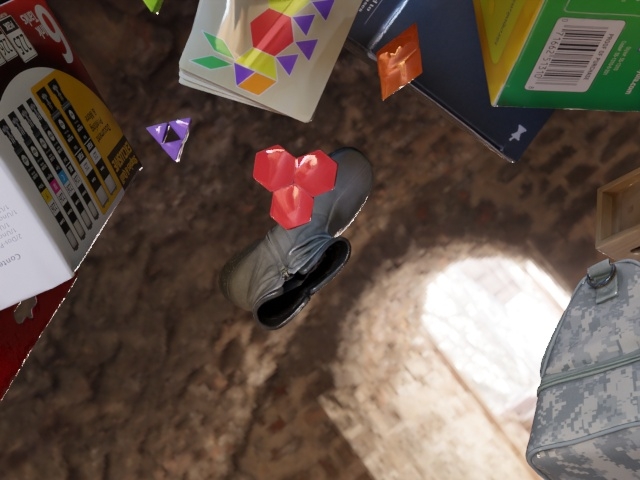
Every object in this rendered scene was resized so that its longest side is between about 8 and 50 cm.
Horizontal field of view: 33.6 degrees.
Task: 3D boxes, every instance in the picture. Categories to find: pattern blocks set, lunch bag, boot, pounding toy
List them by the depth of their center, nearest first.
[{"bbox_3d":[-0.042,-0.206,0.978,0.325,0.285,0.026,-58,-1,8],"label":"pattern blocks set"},{"bbox_3d":[0.000,0.000,1.191,0.246,0.083,0.161,-48,22,-11],"label":"boot"},{"bbox_3d":[0.398,0.193,1.198,0.212,0.305,0.256,-27,33,45],"label":"lunch bag"},{"bbox_3d":[0.494,-0.029,1.566,0.141,0.100,0.130,-31,40,50],"label":"pounding toy"}]

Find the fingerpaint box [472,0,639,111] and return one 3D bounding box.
[{"bbox_3d":[0.247,-0.383,0.854,0.163,0.371,0.445,1,-31,-9],"label":"fingerpaint box"}]

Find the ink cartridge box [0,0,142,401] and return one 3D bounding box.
[{"bbox_3d":[-0.266,-0.052,0.924,0.130,0.272,0.309,-26,18,10],"label":"ink cartridge box"}]

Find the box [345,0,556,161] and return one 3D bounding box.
[{"bbox_3d":[0.114,-0.319,1.353,0.293,0.395,0.212,29,-79,-41],"label":"box"}]
